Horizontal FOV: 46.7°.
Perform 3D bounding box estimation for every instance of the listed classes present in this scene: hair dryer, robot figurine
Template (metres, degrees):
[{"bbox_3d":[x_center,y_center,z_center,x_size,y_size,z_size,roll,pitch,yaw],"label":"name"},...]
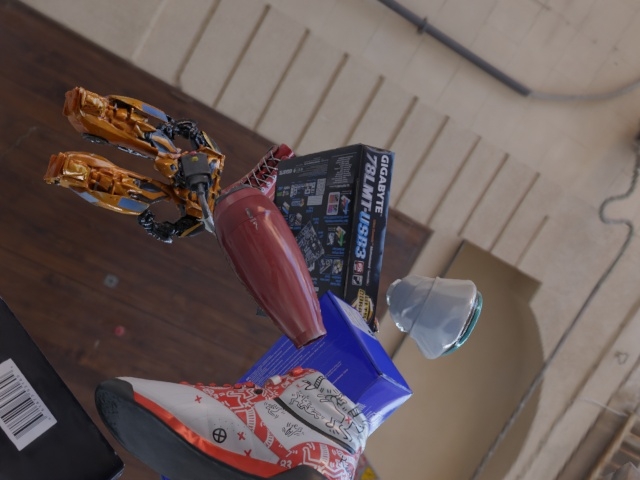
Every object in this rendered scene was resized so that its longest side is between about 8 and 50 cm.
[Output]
[{"bbox_3d":[-0.065,0.022,0.885,0.080,0.224,0.293,-31,-142,-5],"label":"hair dryer"},{"bbox_3d":[-0.270,-0.116,1.163,0.085,0.291,0.211,-3,-107,49],"label":"robot figurine"}]

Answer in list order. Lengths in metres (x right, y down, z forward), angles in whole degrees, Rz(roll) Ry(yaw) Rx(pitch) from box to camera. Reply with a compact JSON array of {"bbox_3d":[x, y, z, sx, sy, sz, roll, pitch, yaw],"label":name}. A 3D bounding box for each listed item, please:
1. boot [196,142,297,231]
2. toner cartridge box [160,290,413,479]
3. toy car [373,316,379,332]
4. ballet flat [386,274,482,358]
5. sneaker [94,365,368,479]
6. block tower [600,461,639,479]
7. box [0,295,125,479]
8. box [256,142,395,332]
[{"bbox_3d":[-0.135,-0.110,1.436,0.176,0.088,0.244,-51,173,28],"label":"boot"},{"bbox_3d":[-0.057,0.245,0.960,0.348,0.075,0.165,-45,-140,11],"label":"toner cartridge box"},{"bbox_3d":[0.067,0.118,1.350,0.060,0.122,0.041,-4,-136,40],"label":"toy car"},{"bbox_3d":[0.171,0.115,1.248,0.139,0.139,0.400,-63,175,-3],"label":"ballet flat"},{"bbox_3d":[-0.084,0.181,0.762,0.145,0.270,0.090,-49,154,-50],"label":"sneaker"},{"bbox_3d":[0.173,0.310,0.629,0.335,0.091,0.097,-48,172,34],"label":"block tower"},{"bbox_3d":[-0.473,0.280,0.951,0.294,0.296,0.183,-35,-178,24],"label":"box"},{"bbox_3d":[0.000,0.000,1.247,0.295,0.073,0.294,0,-98,60],"label":"box"}]
